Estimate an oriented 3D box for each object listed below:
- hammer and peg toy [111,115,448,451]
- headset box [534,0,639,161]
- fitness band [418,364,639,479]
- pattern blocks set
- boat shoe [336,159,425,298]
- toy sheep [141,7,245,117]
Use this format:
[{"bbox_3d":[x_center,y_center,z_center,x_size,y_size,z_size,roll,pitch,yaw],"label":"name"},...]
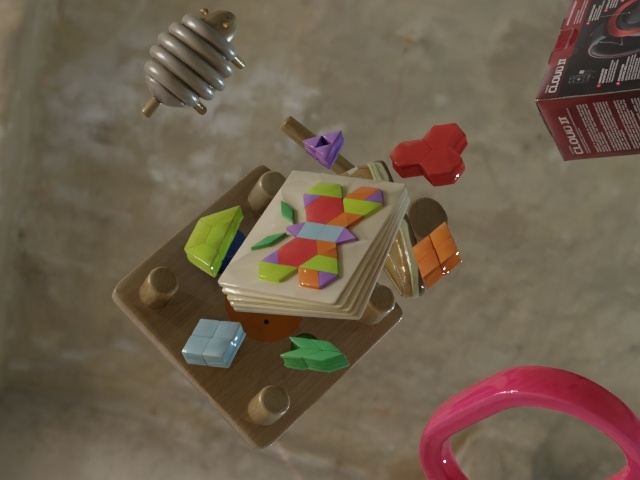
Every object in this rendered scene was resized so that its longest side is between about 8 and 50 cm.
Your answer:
[{"bbox_3d":[-0.039,0.038,1.815,0.266,0.127,0.361,46,-116,3],"label":"hammer and peg toy"},{"bbox_3d":[0.404,-0.215,1.852,0.293,0.110,0.218,-4,-135,32],"label":"headset box"},{"bbox_3d":[0.232,0.239,1.703,0.209,0.291,0.054,41,-130,-10],"label":"fitness band"},{"bbox_3d":[0.000,0.000,1.509,0.285,0.026,0.325,-4,-137,19],"label":"pattern blocks set"},{"bbox_3d":[0.061,-0.007,1.722,0.072,0.068,0.190,-11,-133,-10],"label":"boat shoe"},{"bbox_3d":[-0.127,-0.170,1.505,0.091,0.091,0.132,35,-93,19],"label":"toy sheep"}]
